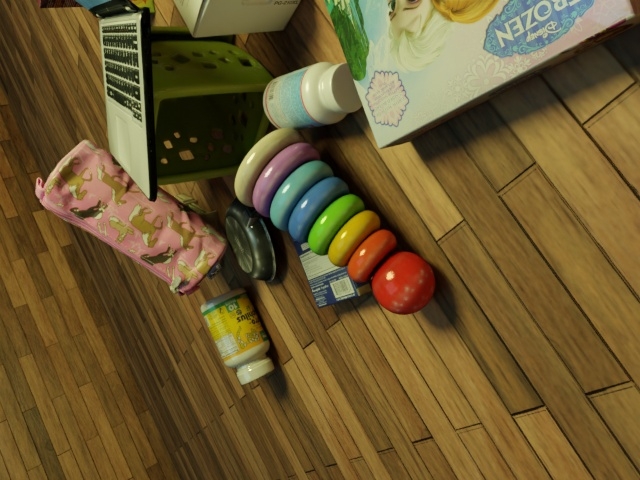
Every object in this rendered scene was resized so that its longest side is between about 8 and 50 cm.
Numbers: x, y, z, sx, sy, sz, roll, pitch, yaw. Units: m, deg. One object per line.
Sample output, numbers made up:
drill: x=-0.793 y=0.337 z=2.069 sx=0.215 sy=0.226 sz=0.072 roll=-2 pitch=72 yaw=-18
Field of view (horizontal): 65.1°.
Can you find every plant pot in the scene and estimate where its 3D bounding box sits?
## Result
plant pot: x=-0.239 y=-0.258 z=0.919 sx=0.207 sy=0.227 sz=0.228 roll=60 pitch=145 yaw=24

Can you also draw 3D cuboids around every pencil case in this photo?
pencil case: x=-0.385 y=-0.042 z=1.059 sx=0.386 sy=0.160 sz=0.167 roll=38 pitch=-167 yaw=-21

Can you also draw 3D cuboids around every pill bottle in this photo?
pill bottle: x=-0.010 y=-0.212 z=0.742 sx=0.160 sy=0.087 sz=0.087 roll=7 pitch=113 yaw=52
pill bottle: x=-0.192 y=0.227 z=1.191 sx=0.117 sy=0.117 sz=0.209 roll=-35 pitch=78 yaw=55

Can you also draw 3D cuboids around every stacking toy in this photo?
stacking toy: x=0.030 y=-0.019 z=0.738 sx=0.330 sy=0.141 sz=0.141 roll=41 pitch=138 yaw=17

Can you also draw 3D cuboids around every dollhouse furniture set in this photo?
dollhouse furniture set: x=-0.345 y=-0.013 z=1.284 sx=0.181 sy=0.101 sz=0.161 roll=25 pitch=127 yaw=45

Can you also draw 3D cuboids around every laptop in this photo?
laptop: x=-0.414 y=-0.296 z=0.760 sx=0.382 sy=0.236 sz=0.409 roll=34 pitch=126 yaw=54

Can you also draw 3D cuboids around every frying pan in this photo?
frying pan: x=-0.129 y=-0.012 z=1.018 sx=0.198 sy=0.053 sz=0.326 roll=67 pitch=155 yaw=2

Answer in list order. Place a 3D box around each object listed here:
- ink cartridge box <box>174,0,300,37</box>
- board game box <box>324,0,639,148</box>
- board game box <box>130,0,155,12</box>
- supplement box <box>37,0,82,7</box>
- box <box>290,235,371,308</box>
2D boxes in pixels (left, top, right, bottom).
ink cartridge box: x=-0.153 y=-0.432 z=0.744 sx=0.237 sy=0.171 sz=0.100 roll=62 pitch=145 yaw=9
board game box: x=0.127 y=-0.301 z=0.529 sx=0.318 sy=0.065 sz=0.318 roll=-20 pitch=91 yaw=55
board game box: x=-0.434 y=-0.599 z=1.106 sx=0.043 sy=0.092 sz=0.182 roll=20 pitch=123 yaw=46
supplement box: x=-0.601 y=-0.639 z=1.226 sx=0.080 sy=0.188 sz=0.104 roll=-10 pitch=99 yaw=54
box: x=0.000 y=0.000 z=0.882 sx=0.136 sy=0.036 sz=0.226 roll=-26 pitch=85 yaw=55
